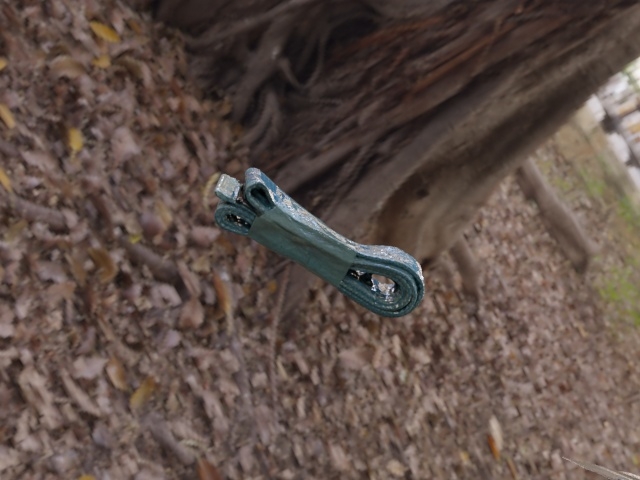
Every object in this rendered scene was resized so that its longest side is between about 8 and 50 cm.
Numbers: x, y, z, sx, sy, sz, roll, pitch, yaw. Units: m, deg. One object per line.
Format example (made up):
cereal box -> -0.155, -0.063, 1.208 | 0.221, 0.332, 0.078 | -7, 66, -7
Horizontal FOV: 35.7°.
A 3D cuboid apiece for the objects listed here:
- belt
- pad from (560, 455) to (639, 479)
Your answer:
belt -> 0.000, 0.000, 1.278 | 0.302, 0.087, 0.072 | 30, 28, -10
pad -> 0.364, 0.265, 1.070 | 0.188, 0.006, 0.113 | 18, -3, -22
